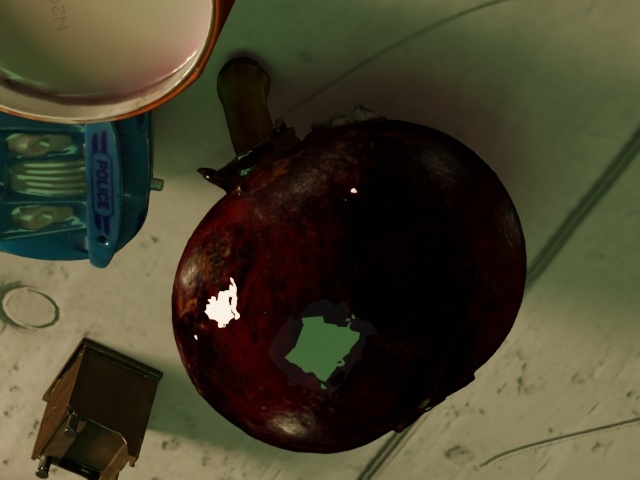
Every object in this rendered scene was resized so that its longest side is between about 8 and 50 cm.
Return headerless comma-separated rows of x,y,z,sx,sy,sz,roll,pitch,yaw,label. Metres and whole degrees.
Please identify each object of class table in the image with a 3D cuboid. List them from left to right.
-0.175,0.141,1.508,0.070,0.082,0.083,25,133,-15,table

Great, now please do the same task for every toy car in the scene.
-0.255,-0.076,1.256,0.314,0.166,0.198,9,132,3,toy car

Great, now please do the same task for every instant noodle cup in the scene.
-0.131,-0.198,1.084,0.250,0.192,0.250,5,136,5,instant noodle cup

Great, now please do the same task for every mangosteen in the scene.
0.000,0.000,1.261,0.235,0.235,0.261,-35,86,36,mangosteen
